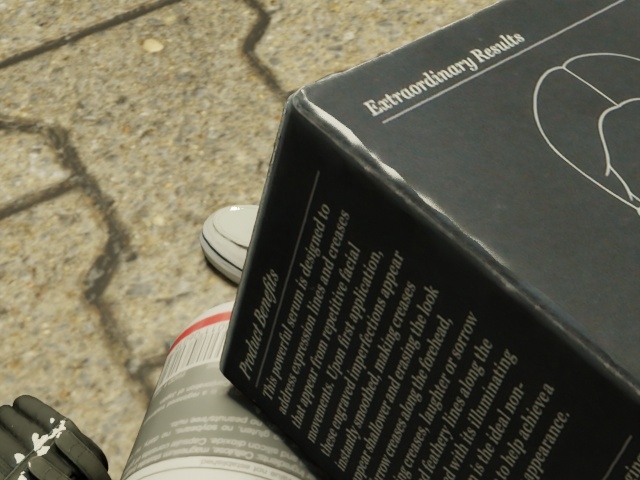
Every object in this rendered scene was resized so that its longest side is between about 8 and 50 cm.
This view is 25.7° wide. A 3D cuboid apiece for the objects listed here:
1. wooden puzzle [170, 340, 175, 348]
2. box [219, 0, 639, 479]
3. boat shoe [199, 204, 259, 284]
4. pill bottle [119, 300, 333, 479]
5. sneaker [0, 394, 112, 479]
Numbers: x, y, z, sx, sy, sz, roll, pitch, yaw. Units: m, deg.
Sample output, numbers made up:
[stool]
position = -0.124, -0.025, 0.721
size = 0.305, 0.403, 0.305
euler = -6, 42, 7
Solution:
[wooden puzzle]
position = -0.088, 0.089, 1.042
size = 0.049, 0.006, 0.083
euler = -8, 39, 4
[box]
position = 0.193, 0.063, 0.727
size = 0.293, 0.212, 0.395
euler = -29, 60, -38
[boat shoe]
position = 0.000, 0.000, 1.074
size = 0.226, 0.076, 0.083
euler = 16, 46, 29
[pill bottle]
position = -0.046, 0.182, 0.799
size = 0.161, 0.161, 0.283
euler = 1, 41, 14
[sneaker]
position = -0.180, 0.193, 0.859
size = 0.147, 0.105, 0.296
euler = -30, 38, -14
